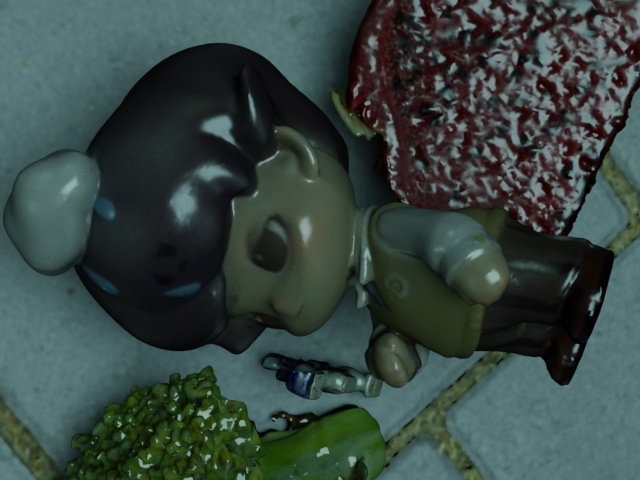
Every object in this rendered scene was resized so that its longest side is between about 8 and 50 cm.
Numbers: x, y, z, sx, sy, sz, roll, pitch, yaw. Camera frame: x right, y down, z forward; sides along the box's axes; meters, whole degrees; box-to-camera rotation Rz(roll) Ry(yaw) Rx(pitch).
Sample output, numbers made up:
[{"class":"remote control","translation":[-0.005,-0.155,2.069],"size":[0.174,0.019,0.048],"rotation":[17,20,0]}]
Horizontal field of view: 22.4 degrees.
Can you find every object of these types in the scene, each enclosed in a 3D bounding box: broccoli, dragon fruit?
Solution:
[{"class":"broccoli","translation":[-0.047,0.202,1.126],"size":[0.273,0.180,0.242],"rotation":[-22,96,-17]},{"class":"dragon fruit","translation":[0.126,-0.125,1.214],"size":[0.205,0.152,0.317],"rotation":[26,96,1]}]

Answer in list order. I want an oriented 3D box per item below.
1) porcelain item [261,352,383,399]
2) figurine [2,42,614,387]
[{"class":"porcelain item","translation":[-0.011,0.099,1.193],"size":[0.075,0.136,0.021],"rotation":[14,91,24]},{"class":"figurine","translation":[-0.004,0.019,1.084],"size":[0.365,0.218,0.206],"rotation":[29,77,13]}]
